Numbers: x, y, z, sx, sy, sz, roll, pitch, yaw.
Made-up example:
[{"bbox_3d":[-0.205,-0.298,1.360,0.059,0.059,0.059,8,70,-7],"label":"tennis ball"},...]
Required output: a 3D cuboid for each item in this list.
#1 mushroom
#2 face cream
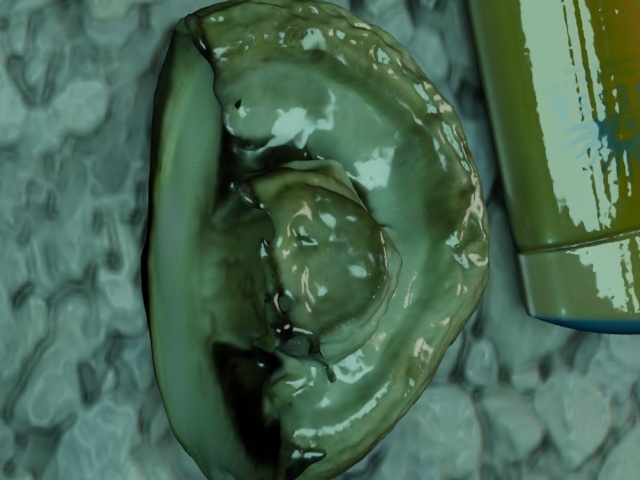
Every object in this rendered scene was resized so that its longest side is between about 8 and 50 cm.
[{"bbox_3d":[-0.002,0.005,0.758,0.164,0.189,0.267,-7,72,-26],"label":"mushroom"},{"bbox_3d":[0.176,-0.074,0.845,0.139,0.067,0.285,-13,97,-9],"label":"face cream"}]
